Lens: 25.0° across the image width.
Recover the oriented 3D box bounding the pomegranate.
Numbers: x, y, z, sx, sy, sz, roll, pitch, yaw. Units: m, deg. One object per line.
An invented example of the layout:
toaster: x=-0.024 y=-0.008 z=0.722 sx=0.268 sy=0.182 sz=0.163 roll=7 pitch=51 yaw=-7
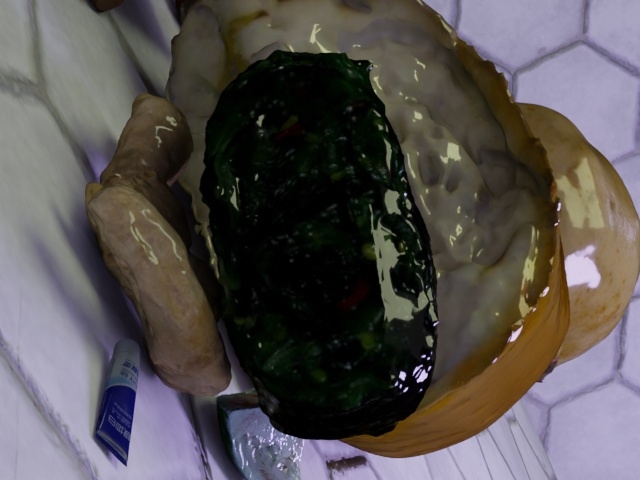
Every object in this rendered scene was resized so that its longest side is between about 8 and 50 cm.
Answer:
pomegranate: x=0.204 y=0.010 z=1.656 sx=0.332 sy=0.332 sz=0.332 roll=61 pitch=10 yaw=-19

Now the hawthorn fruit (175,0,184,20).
hawthorn fruit: x=-0.113 y=-0.227 z=1.337 sx=0.103 sy=0.067 sz=0.066 roll=39 pitch=24 yaw=-41

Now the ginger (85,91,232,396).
ginger: x=-0.094 y=0.000 z=0.855 sx=0.258 sy=0.065 sz=0.149 roll=-107 pitch=-179 yaw=-68

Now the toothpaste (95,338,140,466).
toothpaste: x=-0.101 y=0.081 z=0.731 sx=0.024 sy=0.015 sz=0.083 roll=51 pitch=19 yaw=-26

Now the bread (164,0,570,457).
bread: x=0.066 y=-0.018 z=1.161 sx=0.361 sy=0.250 sz=0.394 roll=68 pitch=9 yaw=18

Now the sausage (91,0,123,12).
sausage: x=-0.179 y=-0.226 z=1.072 sx=0.116 sy=0.026 sz=0.026 roll=65 pitch=10 yaw=8

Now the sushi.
sushi: x=0.000 y=0.000 z=0.832 sx=0.127 sy=0.124 sz=0.225 roll=83 pitch=-3 yaw=-65

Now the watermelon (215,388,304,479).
watermelon: x=-0.026 y=0.120 z=0.882 sx=0.085 sy=0.061 sz=0.085 roll=53 pitch=9 yaw=-12
